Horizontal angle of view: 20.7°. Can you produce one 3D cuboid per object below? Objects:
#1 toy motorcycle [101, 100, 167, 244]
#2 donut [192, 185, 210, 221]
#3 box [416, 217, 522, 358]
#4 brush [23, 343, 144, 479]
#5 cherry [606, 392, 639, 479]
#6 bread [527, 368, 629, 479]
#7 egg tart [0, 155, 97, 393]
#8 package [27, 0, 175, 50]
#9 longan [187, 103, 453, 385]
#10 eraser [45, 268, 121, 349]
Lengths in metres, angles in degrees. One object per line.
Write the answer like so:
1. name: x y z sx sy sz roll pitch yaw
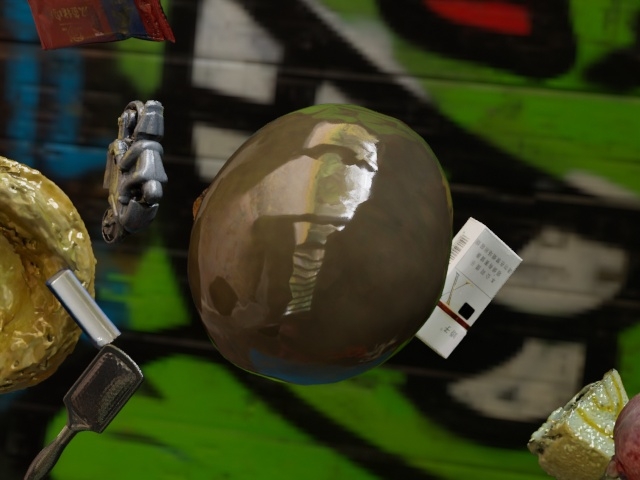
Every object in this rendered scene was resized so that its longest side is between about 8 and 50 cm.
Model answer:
1. toy motorcycle: -0.235 -0.084 2.238 0.061 0.124 0.193 9 93 -34
2. donut: -0.062 -0.020 1.832 0.059 0.140 0.140 -66 159 -52
3. box: 0.166 0.057 2.120 0.154 0.040 0.084 -52 130 -3
4. brush: -0.275 0.205 1.991 0.193 0.063 0.016 -52 164 12
5. cherry: 0.275 0.203 1.512 0.225 0.090 0.107 -55 -154 19
6. bread: 0.318 0.227 2.012 0.156 0.110 0.103 -36 169 -51
7. egg tart: -0.370 0.034 1.832 0.118 0.288 0.288 -89 -179 -72
8. package: -0.256 -0.259 2.005 0.022 0.200 0.083 -50 130 -44
9. longan: 0.000 0.000 1.452 0.248 0.248 0.248 6 90 -78
10. eraser: -0.238 0.068 1.750 0.027 0.084 0.063 -40 -172 -12
